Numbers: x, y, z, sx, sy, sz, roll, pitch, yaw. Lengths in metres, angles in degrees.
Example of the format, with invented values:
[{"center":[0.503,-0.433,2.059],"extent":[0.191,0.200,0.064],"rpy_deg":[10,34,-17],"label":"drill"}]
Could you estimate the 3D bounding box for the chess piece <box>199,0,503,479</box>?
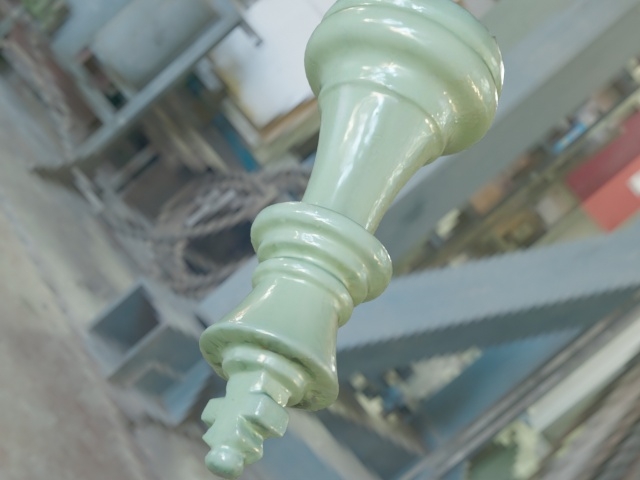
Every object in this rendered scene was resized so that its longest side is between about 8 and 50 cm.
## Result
[{"center":[0.000,0.000,0.502],"extent":[0.059,0.149,0.059],"rpy_deg":[20,-29,12],"label":"chess piece"}]
